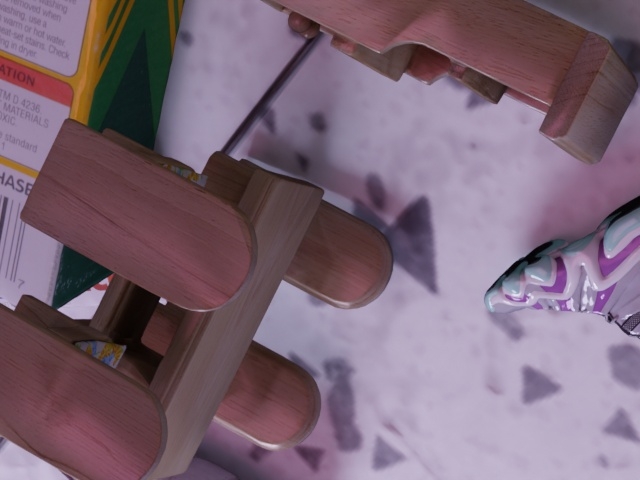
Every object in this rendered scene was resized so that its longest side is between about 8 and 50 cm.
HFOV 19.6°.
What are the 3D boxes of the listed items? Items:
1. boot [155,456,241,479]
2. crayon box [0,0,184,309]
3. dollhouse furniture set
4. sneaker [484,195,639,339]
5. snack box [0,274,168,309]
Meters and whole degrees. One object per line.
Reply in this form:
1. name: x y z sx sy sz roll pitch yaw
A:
1. boot: -0.106 0.215 0.991 0.123 0.095 0.258 36 115 15
2. crayon box: -0.160 -0.152 0.835 0.203 0.083 0.323 23 117 17
3. dollhouse furniture set: 0.000 0.000 0.762 0.161 0.212 0.242 28 95 15
4. sneaker: 0.124 0.029 0.810 0.098 0.038 0.069 -28 97 34
5. snack box: -0.156 0.003 0.950 0.178 0.022 0.064 -4 109 28
